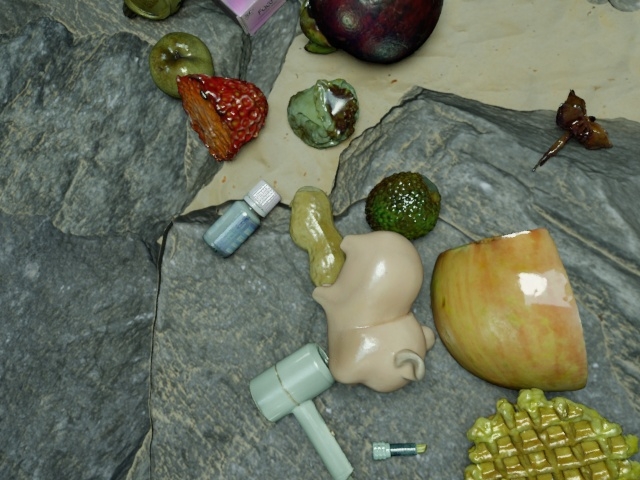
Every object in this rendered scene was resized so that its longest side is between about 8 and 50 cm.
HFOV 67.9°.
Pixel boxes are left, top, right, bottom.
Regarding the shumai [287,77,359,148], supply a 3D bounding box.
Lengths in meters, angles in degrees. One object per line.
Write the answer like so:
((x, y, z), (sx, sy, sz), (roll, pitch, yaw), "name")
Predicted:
((0.002, -0.308, 1.111), (0.184, 0.142, 0.184), (-1, 80, 7), "shumai")

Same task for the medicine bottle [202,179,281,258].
((-0.184, -0.053, 1.132), (0.203, 0.083, 0.083), (-45, 76, 2), "medicine bottle")

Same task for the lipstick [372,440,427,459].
((0.170, 0.448, 1.014), (0.116, 0.037, 0.037), (-4, 80, 6), "lipstick")

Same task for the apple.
((0.380, 0.148, 0.944), (0.314, 0.252, 0.308), (-22, 73, 52), "apple")

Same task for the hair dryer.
((0.009, 0.413, 1.030), (0.173, 0.107, 0.357), (-33, 86, 4), "hair dryer")

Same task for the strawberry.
((-0.221, -0.325, 1.137), (0.178, 0.234, 0.234), (-38, 75, -24), "strawberry")

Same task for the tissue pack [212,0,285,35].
((-0.224, -0.673, 1.235), (0.148, 0.092, 0.246), (-45, 77, 2), "tissue pack")

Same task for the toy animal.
((0.116, 0.147, 0.968), (0.269, 0.237, 0.326), (28, 101, 15), "toy animal")

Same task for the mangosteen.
((0.100, -0.522, 1.066), (0.359, 0.306, 0.306), (-45, 74, 34), "mangosteen")

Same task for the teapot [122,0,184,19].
((-0.444, -0.688, 1.244), (0.270, 0.173, 0.182), (-10, 68, 44), "teapot")

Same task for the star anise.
((0.540, -0.232, 1.052), (0.140, 0.144, 0.158), (-28, 81, -41), "star anise")

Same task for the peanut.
((0.000, 0.000, 1.084), (0.117, 0.101, 0.263), (-29, 79, 30), "peanut")

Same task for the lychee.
((0.175, -0.069, 1.040), (0.171, 0.171, 0.171), (-2, 81, 10), "lychee")

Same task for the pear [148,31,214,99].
((-0.348, -0.440, 1.197), (0.167, 0.136, 0.167), (-1, 82, 5), "pear")

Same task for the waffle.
((0.429, 0.433, 0.904), (0.325, 0.068, 0.302), (24, 108, 7), "waffle")
